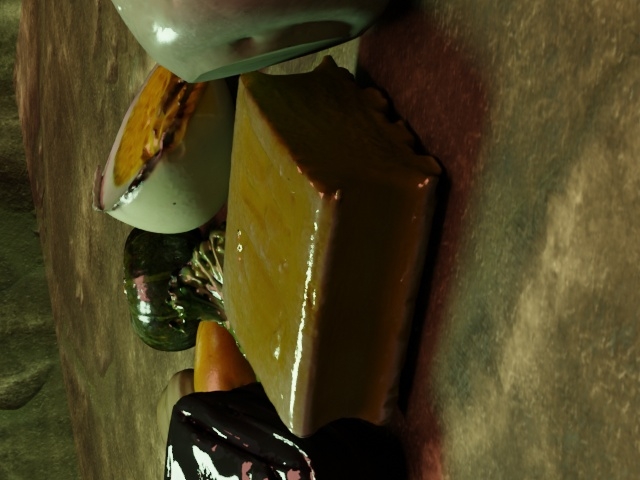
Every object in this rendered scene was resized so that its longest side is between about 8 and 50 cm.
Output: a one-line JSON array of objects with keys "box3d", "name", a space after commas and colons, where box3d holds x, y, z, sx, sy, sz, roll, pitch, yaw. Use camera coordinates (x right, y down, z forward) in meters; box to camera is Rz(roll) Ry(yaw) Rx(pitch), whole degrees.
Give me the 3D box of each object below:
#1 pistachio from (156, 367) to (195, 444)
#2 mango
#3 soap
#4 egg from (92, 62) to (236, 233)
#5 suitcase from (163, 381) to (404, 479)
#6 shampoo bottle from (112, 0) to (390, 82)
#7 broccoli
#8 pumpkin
[{"box3d": [-0.184, 0.290, 2.270, 0.129, 0.131, 0.206, 39, -155, -51], "name": "pistachio"}, {"box3d": [-0.131, 0.174, 2.106, 0.219, 0.113, 0.144, -111, 22, -49], "name": "mango"}, {"box3d": [0.000, 0.000, 1.624, 0.293, 0.156, 0.335, -124, 33, -46], "name": "soap"}, {"box3d": [-0.196, -0.140, 2.145, 0.286, 0.174, 0.264, -64, 23, 9], "name": "egg"}, {"box3d": [-0.048, 0.360, 1.738, 0.339, 0.188, 0.345, 20, 106, 51], "name": "suitcase"}, {"box3d": [-0.078, -0.330, 1.492, 0.322, 0.323, 0.317, 144, 112, -68], "name": "shampoo bottle"}, {"box3d": [-0.086, 0.121, 1.969, 0.165, 0.145, 0.304, -41, 58, 20], "name": "broccoli"}, {"box3d": [-0.233, 0.068, 2.313, 0.223, 0.157, 0.223, 171, 90, -88], "name": "pumpkin"}]
